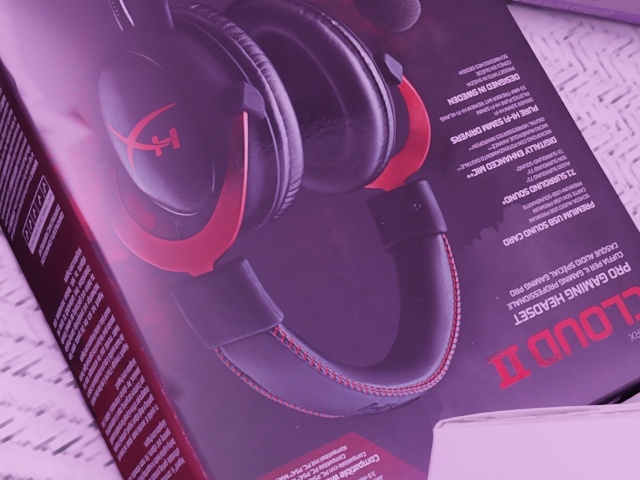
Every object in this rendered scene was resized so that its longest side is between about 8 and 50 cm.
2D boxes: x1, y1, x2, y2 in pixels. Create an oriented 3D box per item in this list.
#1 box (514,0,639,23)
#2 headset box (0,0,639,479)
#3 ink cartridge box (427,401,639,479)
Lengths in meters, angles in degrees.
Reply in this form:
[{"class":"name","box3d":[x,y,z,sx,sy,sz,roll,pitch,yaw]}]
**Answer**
[{"class":"box","box3d":[0.214,-0.145,0.776,0.324,0.067,0.063,8,67,-15]},{"class":"headset box","box3d":[0.000,0.000,0.624,0.218,0.110,0.293,-22,77,-24]},{"class":"ink cartridge box","box3d":[0.120,0.170,0.541,0.219,0.092,0.160,38,54,-44]}]
